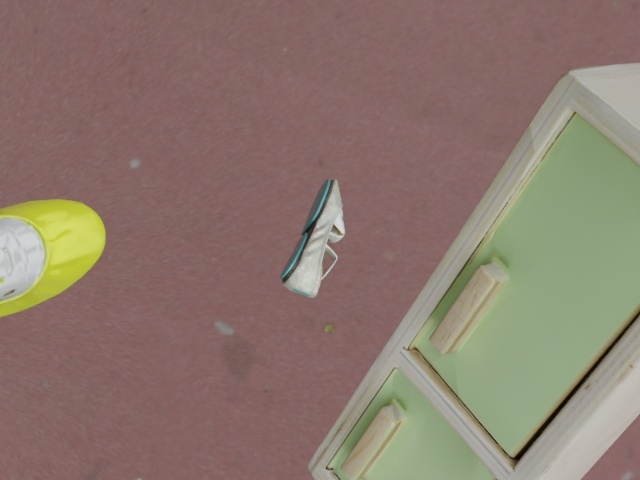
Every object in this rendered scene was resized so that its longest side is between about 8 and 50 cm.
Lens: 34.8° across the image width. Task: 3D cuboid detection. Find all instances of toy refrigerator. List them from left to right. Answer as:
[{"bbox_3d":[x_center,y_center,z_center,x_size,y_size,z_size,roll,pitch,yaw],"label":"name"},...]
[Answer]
[{"bbox_3d":[0.101,0.054,0.492,0.094,0.269,0.102,-13,53,-45],"label":"toy refrigerator"}]

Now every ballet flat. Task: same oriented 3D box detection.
[{"bbox_3d":[-0.266,0.027,0.720,0.231,0.077,0.077,-15,95,-9],"label":"ballet flat"},{"bbox_3d":[0.000,0.000,1.223,0.052,0.057,0.168,31,55,-10],"label":"ballet flat"}]
